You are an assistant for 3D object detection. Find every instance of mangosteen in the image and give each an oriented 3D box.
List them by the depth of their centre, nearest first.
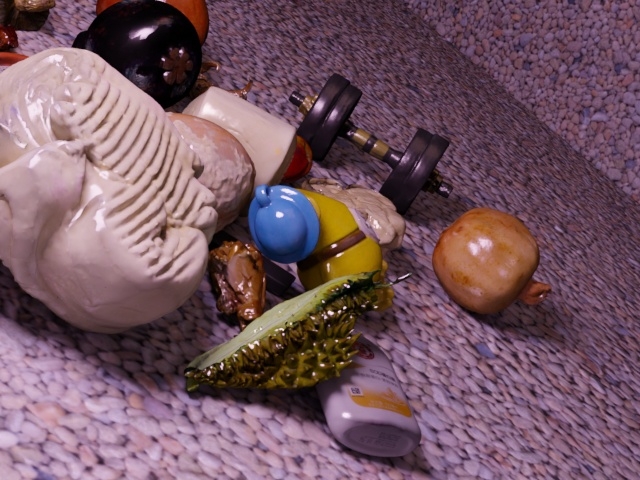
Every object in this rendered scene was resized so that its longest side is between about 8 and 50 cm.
[{"bbox_3d":[-0.332,-0.340,2.107,0.243,0.243,0.243,26,23,-12],"label":"mangosteen"}]

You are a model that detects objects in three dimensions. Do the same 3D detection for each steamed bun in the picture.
[{"bbox_3d":[-0.314,-0.043,1.482,0.352,0.247,0.339,46,28,-26],"label":"steamed bun"},{"bbox_3d":[-0.157,-0.141,1.927,0.200,0.155,0.250,28,-21,-6],"label":"steamed bun"},{"bbox_3d":[0.057,-0.026,2.079,0.177,0.106,0.192,4,26,-41],"label":"steamed bun"}]

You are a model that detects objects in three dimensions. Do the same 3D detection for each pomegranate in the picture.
[{"bbox_3d":[0.307,0.040,2.152,0.207,0.207,0.207,26,23,-12],"label":"pomegranate"}]

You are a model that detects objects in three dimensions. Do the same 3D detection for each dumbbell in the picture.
[{"bbox_3d":[0.103,-0.198,2.385,0.388,0.185,0.185,32,23,2],"label":"dumbbell"}]

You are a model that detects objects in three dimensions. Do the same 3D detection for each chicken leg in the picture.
[{"bbox_3d":[-0.113,0.076,1.681,0.085,0.101,0.207,-8,46,-12],"label":"chicken leg"},{"bbox_3d":[-0.607,-0.359,1.995,0.089,0.048,0.219,39,24,24],"label":"chicken leg"}]

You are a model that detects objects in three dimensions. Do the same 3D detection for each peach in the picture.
[{"bbox_3d":[-0.070,-0.157,2.201,0.101,0.101,0.101,26,23,-12],"label":"peach"}]

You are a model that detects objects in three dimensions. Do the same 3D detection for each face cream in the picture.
[{"bbox_3d":[0.048,0.191,1.662,0.144,0.071,0.291,18,26,-24],"label":"face cream"}]

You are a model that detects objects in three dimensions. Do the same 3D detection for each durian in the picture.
[{"bbox_3d":[-0.026,0.136,1.572,0.375,0.106,0.132,-25,16,-32],"label":"durian"}]

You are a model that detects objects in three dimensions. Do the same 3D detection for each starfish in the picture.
[{"bbox_3d":[-0.215,-0.306,2.340,0.146,0.074,0.190,31,23,3],"label":"starfish"}]

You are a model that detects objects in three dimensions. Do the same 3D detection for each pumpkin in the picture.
[{"bbox_3d":[-0.593,-0.449,2.100,0.248,0.131,0.126,10,22,-32],"label":"pumpkin"}]

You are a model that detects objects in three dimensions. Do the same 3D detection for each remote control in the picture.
[{"bbox_3d":[-0.152,0.010,1.843,0.245,0.025,0.063,32,27,3],"label":"remote control"}]

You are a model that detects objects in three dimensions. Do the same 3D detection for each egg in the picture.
[{"bbox_3d":[-0.216,-0.096,1.739,0.245,0.203,0.203,-3,36,-22],"label":"egg"}]

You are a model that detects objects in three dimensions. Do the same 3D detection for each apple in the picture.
[{"bbox_3d":[-0.333,-0.447,2.321,0.230,0.230,0.230,26,23,-12],"label":"apple"}]

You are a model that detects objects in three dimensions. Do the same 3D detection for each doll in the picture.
[{"bbox_3d":[0.000,0.000,1.803,0.363,0.145,0.199,38,31,-50],"label":"doll"}]

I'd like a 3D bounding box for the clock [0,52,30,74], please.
[{"bbox_3d":[-0.479,-0.244,1.914,0.205,0.051,0.205,25,25,-13],"label":"clock"}]
